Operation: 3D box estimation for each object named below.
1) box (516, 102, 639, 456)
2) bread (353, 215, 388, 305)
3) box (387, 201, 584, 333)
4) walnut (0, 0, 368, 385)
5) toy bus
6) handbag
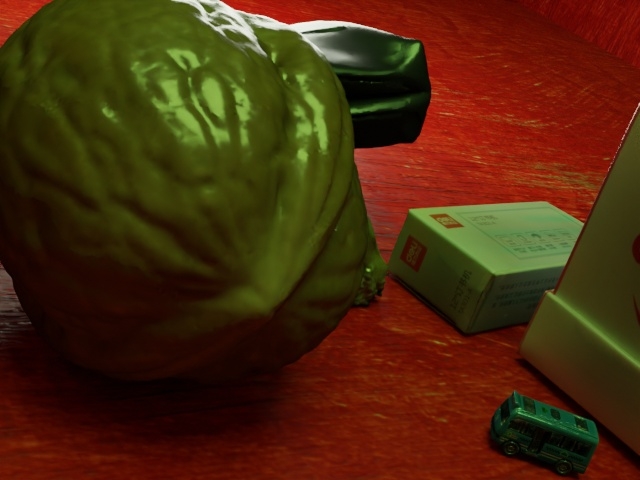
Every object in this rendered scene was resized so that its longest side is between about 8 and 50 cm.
[{"bbox_3d":[0.433,0.061,0.909,0.315,0.300,0.312,0,30,-38],"label":"box"},{"bbox_3d":[0.004,-0.002,0.961,0.156,0.110,0.103,-7,30,-46],"label":"bread"},{"bbox_3d":[0.213,0.024,1.093,0.269,0.079,0.135,-6,35,-44],"label":"box"},{"bbox_3d":[-0.109,-0.039,0.744,0.333,0.332,0.333,16,24,-8],"label":"walnut"},{"bbox_3d":[0.187,0.160,0.826,0.083,0.046,0.038,20,24,-1],"label":"toy bus"},{"bbox_3d":[-0.081,-0.176,1.163,0.288,0.152,0.342,-12,13,-37],"label":"handbag"}]
